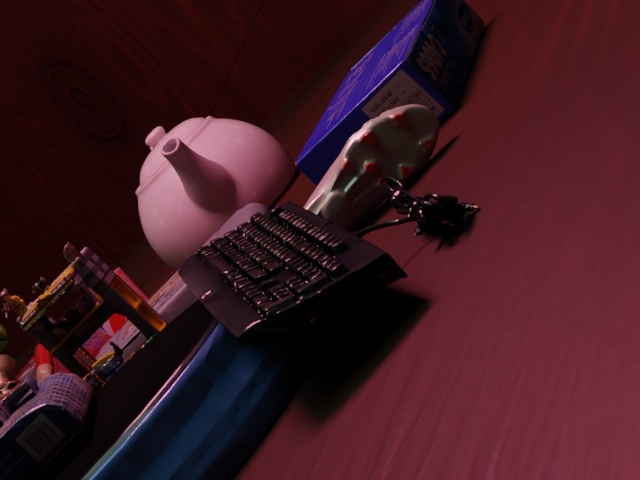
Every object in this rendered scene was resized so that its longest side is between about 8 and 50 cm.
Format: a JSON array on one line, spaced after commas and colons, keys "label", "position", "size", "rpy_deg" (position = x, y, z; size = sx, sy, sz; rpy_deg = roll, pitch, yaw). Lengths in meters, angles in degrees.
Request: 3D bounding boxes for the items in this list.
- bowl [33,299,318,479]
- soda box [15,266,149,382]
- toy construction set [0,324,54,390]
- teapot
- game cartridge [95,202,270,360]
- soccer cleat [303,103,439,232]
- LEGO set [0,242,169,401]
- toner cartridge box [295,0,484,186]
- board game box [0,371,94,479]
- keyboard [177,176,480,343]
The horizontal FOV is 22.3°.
[{"label": "bowl", "position": [-0.164, 0.182, 1.285], "size": [0.391, 0.077, 0.391], "rpy_deg": [-45, 8, 8]}, {"label": "soda box", "position": [-0.345, 0.155, 2.341], "size": [0.092, 0.083, 0.263], "rpy_deg": [-39, 10, 38]}, {"label": "toy construction set", "position": [-0.469, 0.254, 2.065], "size": [0.309, 0.257, 0.237], "rpy_deg": [-39, 19, 0]}, {"label": "teapot", "position": [-0.172, -0.086, 2.288], "size": [0.256, 0.187, 0.252], "rpy_deg": [-40, 9, 41]}, {"label": "game cartridge", "position": [-0.166, 0.079, 1.914], "size": [0.297, 0.062, 0.198], "rpy_deg": [-45, 4, 5]}, {"label": "soccer cleat", "position": [0.031, -0.049, 1.490], "size": [0.196, 0.068, 0.076], "rpy_deg": [-48, 5, 5]}, {"label": "LEGO set", "position": [-0.279, 0.154, 1.595], "size": [0.331, 0.192, 0.255], "rpy_deg": [-43, 8, 20]}, {"label": "toner cartridge box", "position": [0.083, -0.165, 1.764], "size": [0.165, 0.075, 0.348], "rpy_deg": [-41, 9, 23]}, {"label": "board game box", "position": [-0.281, 0.186, 1.380], "size": [0.194, 0.060, 0.194], "rpy_deg": [-46, 9, 1]}, {"label": "keyboard", "position": [0.000, 0.000, 1.218], "size": [0.201, 0.033, 0.317], "rpy_deg": [-24, 13, -9]}]
